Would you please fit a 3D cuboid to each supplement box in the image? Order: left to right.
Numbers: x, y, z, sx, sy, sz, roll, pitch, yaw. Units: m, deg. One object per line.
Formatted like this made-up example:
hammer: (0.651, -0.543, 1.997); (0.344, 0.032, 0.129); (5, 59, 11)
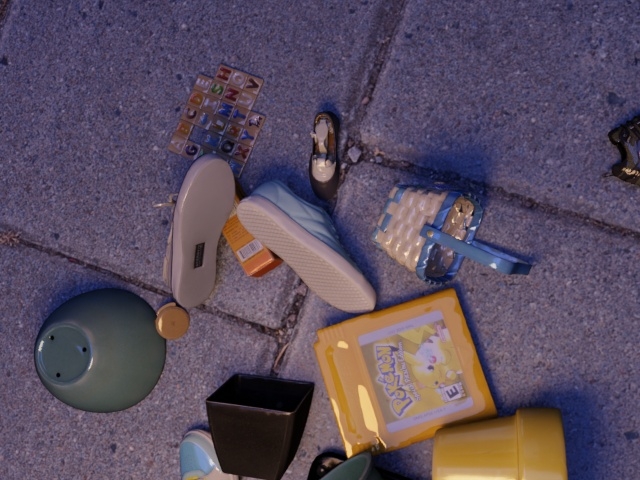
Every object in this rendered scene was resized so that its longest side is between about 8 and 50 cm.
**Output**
supplement box: (-0.178, -0.034, 1.611); (0.080, 0.078, 0.233); (-31, 78, 11)

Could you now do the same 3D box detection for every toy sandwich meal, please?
toy sandwich meal: (-0.343, 0.186, 1.643); (0.086, 0.029, 0.085); (-2, 96, -20)

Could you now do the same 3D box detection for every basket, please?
basket: (0.267, 0.000, 1.425); (0.289, 0.255, 0.201); (29, 98, 23)

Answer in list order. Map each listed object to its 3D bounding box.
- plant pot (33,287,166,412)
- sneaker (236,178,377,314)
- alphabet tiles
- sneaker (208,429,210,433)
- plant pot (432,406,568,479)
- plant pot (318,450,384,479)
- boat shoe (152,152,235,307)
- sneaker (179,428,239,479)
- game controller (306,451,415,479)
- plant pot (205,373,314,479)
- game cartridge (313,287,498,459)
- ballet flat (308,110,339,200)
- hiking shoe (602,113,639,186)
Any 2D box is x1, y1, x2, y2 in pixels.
plant pot: (-0.519, 0.248, 1.593); (0.290, 0.195, 0.290); (-1, 84, 12)
sneaker: (0.000, 0.000, 1.547); (0.366, 0.135, 0.150); (43, 55, -5)
alphabet tiles: (-0.231, -0.289, 1.684); (0.198, 0.009, 0.237); (23, 90, 13)
sneaker: (-0.231, 0.410, 1.596); (0.057, 0.047, 0.119); (-25, 78, 20)
plant pot: (0.341, 0.447, 1.367); (0.239, 0.254, 0.254); (-2, 84, 16)
plant pot: (0.077, 0.632, 1.316); (0.341, 0.341, 0.334); (-43, 87, 5)
boat shoe: (-0.288, -0.042, 1.564); (0.156, 0.136, 0.367); (39, 130, 37)
sneaker: (-0.264, 0.567, 1.492); (0.127, 0.208, 0.319); (-24, 79, 27)
game controller: (0.119, 0.561, 1.492); (0.319, 0.067, 0.166); (15, 87, 14)
plant pot: (-0.126, 0.398, 1.509); (0.188, 0.188, 0.166); (4, 97, 12)
game cartridge: (0.171, 0.280, 1.494); (0.324, 0.052, 0.285); (-18, 80, -1)
ballet flat: (0.005, -0.193, 1.593); (0.074, 0.074, 0.203); (2, 85, 12)
hiking shoe: (0.651, -0.225, 1.452); (0.114, 0.086, 0.226); (16, 88, 10)
